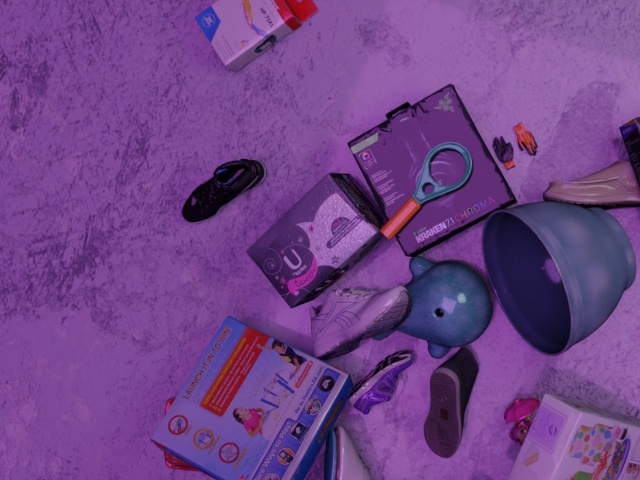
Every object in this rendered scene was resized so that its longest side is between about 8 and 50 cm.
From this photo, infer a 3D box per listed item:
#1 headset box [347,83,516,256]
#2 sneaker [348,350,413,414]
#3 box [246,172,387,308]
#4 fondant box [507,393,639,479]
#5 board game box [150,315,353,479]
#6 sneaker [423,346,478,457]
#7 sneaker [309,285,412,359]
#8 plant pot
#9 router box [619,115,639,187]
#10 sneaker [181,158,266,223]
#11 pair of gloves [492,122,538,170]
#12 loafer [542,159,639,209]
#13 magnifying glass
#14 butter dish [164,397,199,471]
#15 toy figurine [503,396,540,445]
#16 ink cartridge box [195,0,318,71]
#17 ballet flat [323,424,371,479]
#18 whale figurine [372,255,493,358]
[{"bbox_3d":[0.223,-0.146,1.851,0.246,0.131,0.283,-28,82,11],"label":"headset box"},{"bbox_3d":[0.135,0.298,1.909,0.071,0.068,0.170,44,108,-4],"label":"sneaker"},{"bbox_3d":[0.000,0.000,1.881,0.247,0.142,0.163,-42,79,19],"label":"box"},{"bbox_3d":[0.503,0.434,1.684,0.096,0.330,0.238,28,97,54],"label":"fondant box"},{"bbox_3d":[-0.136,0.354,1.869,0.301,0.086,0.308,23,68,21],"label":"board game box"},{"bbox_3d":[0.277,0.334,1.861,0.083,0.118,0.222,19,123,29],"label":"sneaker"},{"bbox_3d":[0.065,0.147,1.847,0.297,0.111,0.129,-32,69,43],"label":"sneaker"},{"bbox_3d":[0.468,0.049,1.733,0.196,0.293,0.293,-20,84,-15],"label":"plant pot"},{"bbox_3d":[0.750,-0.151,1.704,0.308,0.081,0.243,-18,85,-5],"label":"router box"},{"bbox_3d":[-0.228,-0.114,1.966,0.216,0.121,0.079,-33,81,11],"label":"sneaker"},{"bbox_3d":[0.400,-0.193,1.871,0.083,0.010,0.074,-30,84,14],"label":"pair of gloves"},{"bbox_3d":[0.570,-0.109,1.786,0.268,0.102,0.092,-1,82,2],"label":"loafer"},{"bbox_3d":[0.203,-0.095,1.774,0.092,0.026,0.231,44,99,11],"label":"magnifying glass"},{"bbox_3d":[-0.281,0.429,1.971,0.159,0.118,0.160,0,89,15],"label":"butter dish"},{"bbox_3d":[0.437,0.388,1.817,0.159,0.130,0.173,32,121,26],"label":"toy figurine"},{"bbox_3d":[-0.137,-0.489,1.974,0.231,0.078,0.134,-34,81,10],"label":"ink cartridge box"},{"bbox_3d":[0.058,0.586,1.889,0.139,0.139,0.401,6,88,14],"label":"ballet flat"},{"bbox_3d":[0.209,0.140,1.841,0.271,0.141,0.216,-10,95,22],"label":"whale figurine"}]
